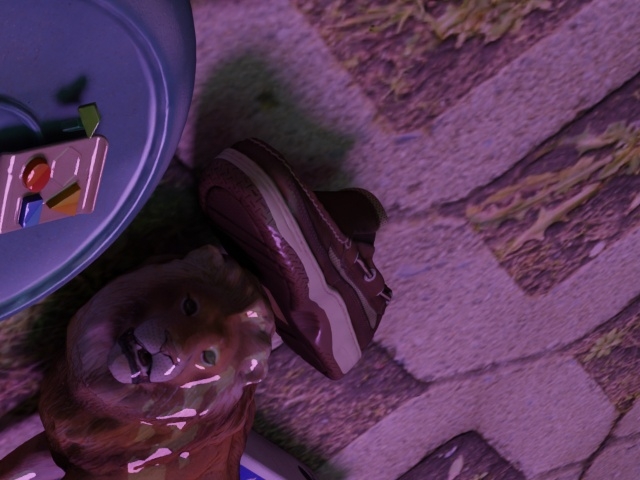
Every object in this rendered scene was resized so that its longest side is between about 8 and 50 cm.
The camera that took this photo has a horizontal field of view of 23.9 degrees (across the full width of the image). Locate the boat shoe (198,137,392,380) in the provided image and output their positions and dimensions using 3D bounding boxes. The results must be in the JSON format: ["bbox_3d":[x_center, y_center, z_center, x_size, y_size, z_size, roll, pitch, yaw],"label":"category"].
[{"bbox_3d":[-0.006,-0.004,0.991,0.095,0.095,0.257,-46,155,-13],"label":"boat shoe"}]

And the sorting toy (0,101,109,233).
[{"bbox_3d":[-0.141,-0.038,0.800,0.062,0.012,0.083,-12,140,-33],"label":"sorting toy"}]

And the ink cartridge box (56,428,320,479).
[{"bbox_3d":[-0.093,0.227,1.202,0.165,0.065,0.333,-40,146,3],"label":"ink cartridge box"}]

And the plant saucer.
[{"bbox_3d":[-0.198,-0.045,0.790,0.317,0.044,0.318,-25,146,-19],"label":"plant saucer"}]

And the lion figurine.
[{"bbox_3d":[-0.094,0.205,1.003,0.240,0.142,0.392,-24,113,-5],"label":"lion figurine"}]
